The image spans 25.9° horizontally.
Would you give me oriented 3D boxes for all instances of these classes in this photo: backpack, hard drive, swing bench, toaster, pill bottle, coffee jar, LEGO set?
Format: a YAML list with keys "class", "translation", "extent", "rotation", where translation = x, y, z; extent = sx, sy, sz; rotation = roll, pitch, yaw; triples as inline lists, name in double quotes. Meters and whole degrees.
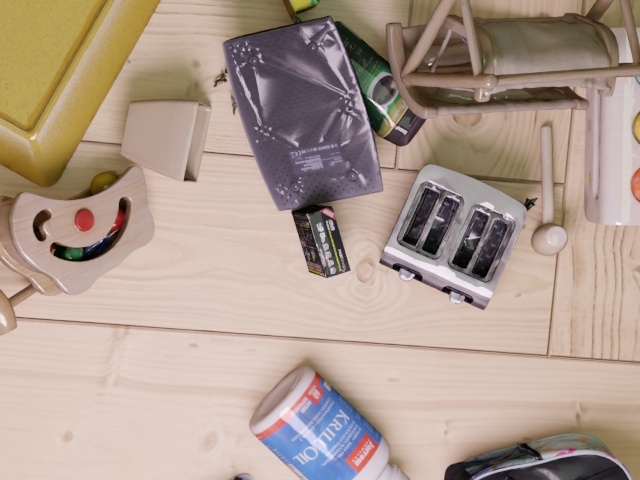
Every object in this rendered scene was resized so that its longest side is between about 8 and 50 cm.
- class: "backpack"
  translation: [0.315, 0.385, 1.942]
  extent: [0.253, 0.191, 0.225]
  rotation: [-16, 99, 1]
- class: "hard drive"
  translation: [-0.018, -0.172, 1.874]
  extent: [0.172, 0.054, 0.255]
  rotation: [-11, 115, 17]
- class: "swing bench"
  translation: [0.256, -0.248, 1.822]
  extent: [0.253, 0.254, 0.165]
  rotation: [-6, 81, -22]
- class: "toaster"
  translation: [0.189, -0.012, 1.923]
  extent: [0.168, 0.110, 0.186]
  rotation: [25, 91, 4]
- class: "pill bottle"
  translation: [0.018, 0.289, 1.931]
  extent: [0.221, 0.124, 0.124]
  rotation: [44, 88, -9]
- class: "coffee jar"
  translation: [0.067, -0.213, 1.921]
  extent: [0.184, 0.079, 0.096]
  rotation: [36, 85, -8]
- class: "LEGO set"
  translation: [-0.108, -0.201, 1.931]
  extent: [0.054, 0.023, 0.083]
  rotation: [-35, 85, -6]

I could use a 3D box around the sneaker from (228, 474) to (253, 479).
- class: "sneaker"
  translation: [-0.054, 0.412, 1.943]
  extent: [0.282, 0.099, 0.153]
  rotation: [4, 96, -5]

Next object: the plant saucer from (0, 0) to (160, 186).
- class: "plant saucer"
  translation: [-0.425, -0.288, 1.852]
  extent: [0.332, 0.081, 0.333]
  rotation: [29, 90, -8]

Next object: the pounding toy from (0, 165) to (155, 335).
- class: "pounding toy"
  translation: [-0.364, -0.009, 1.849]
  extent: [0.269, 0.155, 0.154]
  rotation: [-40, 112, -34]

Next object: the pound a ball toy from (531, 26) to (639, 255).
- class: "pound a ball toy"
  translation: [0.409, -0.134, 1.944]
  extent: [0.208, 0.136, 0.319]
  rotation: [0, 94, -8]

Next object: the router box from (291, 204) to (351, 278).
- class: "router box"
  translation: [0.000, 0.000, 1.906]
  extent: [0.038, 0.122, 0.092]
  rotation: [-17, 97, -10]

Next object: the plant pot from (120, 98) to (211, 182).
- class: "plant pot"
  translation: [-0.211, -0.141, 1.883]
  extent: [0.096, 0.109, 0.109]
  rotation: [12, 93, 5]

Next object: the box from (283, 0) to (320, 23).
- class: "box"
  translation: [-0.045, -0.372, 1.881]
  extent: [0.043, 0.105, 0.179]
  rotation: [-20, 97, -3]
